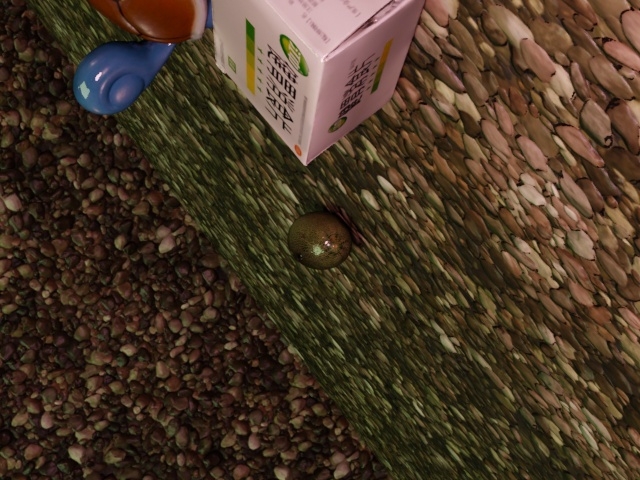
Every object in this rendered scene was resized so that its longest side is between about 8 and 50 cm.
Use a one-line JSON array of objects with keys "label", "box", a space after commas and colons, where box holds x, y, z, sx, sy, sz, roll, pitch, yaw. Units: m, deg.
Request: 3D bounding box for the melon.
[{"label": "melon", "box": [0.000, 0.000, 2.043, 0.099, 0.099, 0.162, 54, 166, -13]}]

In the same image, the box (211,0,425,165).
[{"label": "box", "box": [-0.008, -0.228, 1.288, 0.173, 0.145, 0.333, 48, 167, 8]}]

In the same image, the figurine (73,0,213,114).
[{"label": "figurine", "box": [-0.226, -0.360, 1.579, 0.298, 0.243, 0.416, 46, 149, 31]}]
